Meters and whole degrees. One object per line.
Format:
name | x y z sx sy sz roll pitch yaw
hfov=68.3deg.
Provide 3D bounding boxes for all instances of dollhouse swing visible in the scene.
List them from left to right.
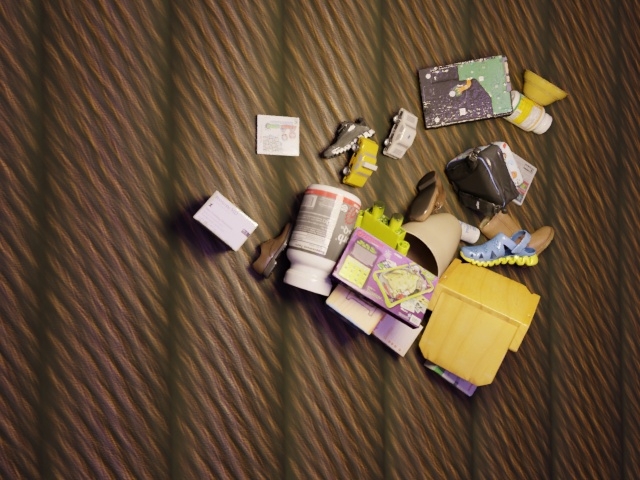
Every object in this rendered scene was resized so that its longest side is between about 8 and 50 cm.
dollhouse swing | 0.597 0.317 1.831 0.315 0.347 0.305 -36 144 -49

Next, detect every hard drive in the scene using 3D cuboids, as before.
hard drive | 0.571 -0.583 1.870 0.339 0.064 0.237 -9 92 9

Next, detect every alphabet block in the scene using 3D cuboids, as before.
alphabet block | 0.144 0.208 1.720 0.193 0.192 0.197 36 81 3

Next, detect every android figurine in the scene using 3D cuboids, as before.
android figurine | 0.216 -0.009 1.741 0.248 0.273 0.056 40 48 25

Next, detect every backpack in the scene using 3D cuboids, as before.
backpack | 0.630 -0.255 1.847 0.213 0.263 0.276 -32 105 -21

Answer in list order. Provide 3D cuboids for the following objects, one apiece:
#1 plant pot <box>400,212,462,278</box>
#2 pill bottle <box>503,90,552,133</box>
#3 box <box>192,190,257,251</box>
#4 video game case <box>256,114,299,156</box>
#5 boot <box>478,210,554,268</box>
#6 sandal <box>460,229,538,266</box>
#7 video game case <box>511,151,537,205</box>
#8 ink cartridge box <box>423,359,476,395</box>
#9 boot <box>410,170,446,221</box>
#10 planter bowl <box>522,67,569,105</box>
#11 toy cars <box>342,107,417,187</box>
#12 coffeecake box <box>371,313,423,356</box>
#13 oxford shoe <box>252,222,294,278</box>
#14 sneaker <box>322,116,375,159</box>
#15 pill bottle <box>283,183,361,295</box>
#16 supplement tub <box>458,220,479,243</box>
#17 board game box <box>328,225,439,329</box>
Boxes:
plant pot | 0.418 0.010 1.806 0.274 0.256 0.256 -34 99 -33
pill bottle | 0.865 -0.534 1.991 0.208 0.117 0.117 24 83 -14
box | -0.327 -0.063 1.607 0.181 0.182 0.119 40 80 -12
video game case | -0.156 -0.387 1.744 0.157 0.019 0.143 0 90 -17
boot | 0.834 -0.047 1.995 0.269 0.089 0.236 43 78 -10
sandal | 0.721 0.027 1.907 0.317 0.126 0.138 -3 110 -5
video game case | 0.816 -0.277 2.025 0.201 0.023 0.183 29 82 -15
ink cartridge box | 0.547 0.504 1.906 0.208 0.087 0.153 38 79 -12
boot | 0.427 -0.150 1.806 0.115 0.112 0.305 50 39 -16
planter bowl | 0.930 -0.634 2.002 0.217 0.217 0.090 24 119 -15
toy cars | 0.243 -0.344 1.791 0.394 0.087 0.176 -37 128 -16
coffeecake box | 0.281 0.337 1.840 0.185 0.068 0.142 39 80 -13
oxford shoe | -0.170 0.019 1.707 0.096 0.083 0.227 31 71 5
sneaker | 0.092 -0.392 1.790 0.234 0.078 0.106 -32 95 -18
pill bottle | 0.000 0.000 1.686 0.210 0.210 0.363 18 84 -15
supplement tub | 0.586 -0.036 1.931 0.107 0.071 0.071 19 84 -15
board game box | 0.221 0.127 1.611 0.347 0.056 0.208 33 69 -6
